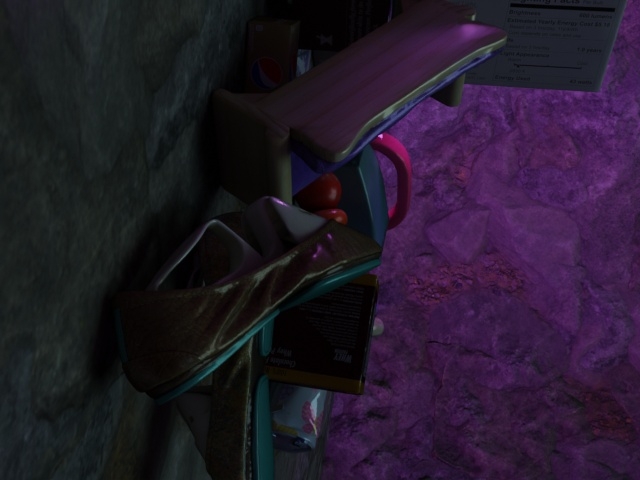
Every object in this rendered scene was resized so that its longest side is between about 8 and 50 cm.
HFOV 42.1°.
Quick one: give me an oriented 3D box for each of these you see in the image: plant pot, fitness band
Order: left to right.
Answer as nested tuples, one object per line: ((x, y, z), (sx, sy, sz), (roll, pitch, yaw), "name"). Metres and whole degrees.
((0.045, -0.089, 1.722), (0.165, 0.165, 0.234), (-74, 162, -46), "plant pot")
((0.097, -0.127, 1.840), (0.291, 0.209, 0.054), (85, 16, -49), "fitness band")

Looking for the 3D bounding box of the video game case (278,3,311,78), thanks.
((-0.048, -0.234, 1.321), (0.196, 0.026, 0.274), (-59, 156, -72), "video game case")

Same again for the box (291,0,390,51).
((0.045, -0.455, 1.227), (0.381, 0.143, 0.191), (-79, 173, -46), "box")

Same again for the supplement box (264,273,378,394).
((-0.010, 0.148, 1.392), (0.129, 0.191, 0.194), (66, 32, -77), "supplement box")

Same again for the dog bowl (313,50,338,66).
((0.062, -0.467, 1.605), (0.349, 0.102, 0.348), (8, 90, -83), "dog bowl")

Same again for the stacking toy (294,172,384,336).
((0.022, 0.025, 1.547), (0.141, 0.141, 0.330), (59, 21, -79), "stacking toy")

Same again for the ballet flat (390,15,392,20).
((0.141, -0.399, 1.681), (0.231, 0.077, 0.077), (90, -10, -65), "ballet flat")

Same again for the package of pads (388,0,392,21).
((0.116, -0.435, 1.531), (0.083, 0.032, 0.050), (76, 22, -72), "package of pads")

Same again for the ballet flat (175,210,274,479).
((-0.104, 0.139, 0.916), (0.123, 0.123, 0.348), (47, 44, -81), "ballet flat")

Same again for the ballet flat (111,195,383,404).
((-0.065, 0.030, 0.804), (0.342, 0.116, 0.124), (-29, 89, -44), "ballet flat")

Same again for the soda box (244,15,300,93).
((-0.066, -0.196, 1.084), (0.061, 0.058, 0.181), (-66, 162, -66), "soda box")

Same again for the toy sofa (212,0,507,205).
((0.056, -0.160, 1.015), (0.362, 0.177, 0.150), (-38, 149, -31), "toy sofa")

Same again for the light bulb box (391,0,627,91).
((0.298, -0.452, 1.319), (0.225, 0.358, 0.361), (-85, 179, -46), "light bulb box")

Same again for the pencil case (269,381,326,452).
((-0.046, 0.264, 1.577), (0.113, 0.124, 0.273), (-28, -141, 47), "pencil case")
